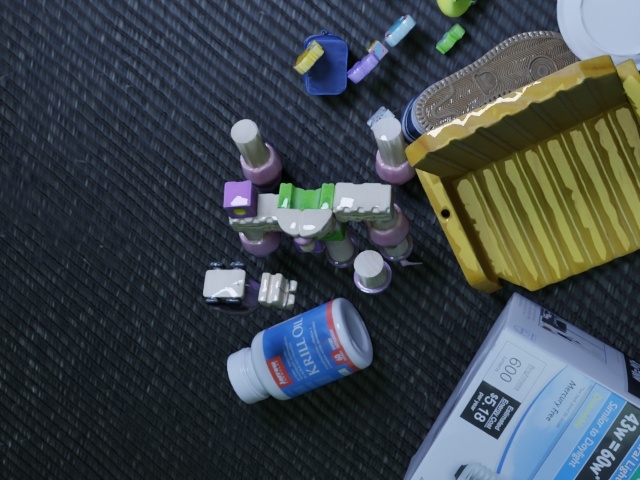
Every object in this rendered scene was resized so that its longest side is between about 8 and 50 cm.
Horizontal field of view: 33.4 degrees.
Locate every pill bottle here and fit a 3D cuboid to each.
[{"bbox_3d":[-0.037,0.190,1.757,0.221,0.124,0.124,-26,96,17],"label":"pill bottle"}]

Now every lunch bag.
[{"bbox_3d":[0.006,-0.279,1.669,0.067,0.065,0.098,1,106,-8],"label":"lunch bag"}]

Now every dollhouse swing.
[{"bbox_3d":[0.328,-0.072,1.516,0.347,0.305,0.315,-24,96,16],"label":"dollhouse swing"}]

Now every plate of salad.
[{"bbox_3d":[0.444,-0.345,1.557,0.200,0.048,0.200,1,111,3],"label":"plate of salad"}]

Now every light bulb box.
[{"bbox_3d":[0.360,0.335,1.643,0.361,0.225,0.358,30,108,6],"label":"light bulb box"}]

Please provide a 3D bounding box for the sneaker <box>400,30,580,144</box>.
[{"bbox_3d":[0.246,-0.224,1.617,0.282,0.153,0.099,-26,88,-13],"label":"sneaker"}]

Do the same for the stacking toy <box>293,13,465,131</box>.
[{"bbox_3d":[0.092,-0.291,1.614,0.167,0.052,0.221,40,97,-16],"label":"stacking toy"}]

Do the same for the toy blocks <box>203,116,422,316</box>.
[{"bbox_3d":[0.000,0.000,1.642,0.289,0.260,0.309,1,66,12],"label":"toy blocks"}]

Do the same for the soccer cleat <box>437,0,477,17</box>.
[{"bbox_3d":[0.194,-0.479,1.578,0.121,0.093,0.289,14,109,33],"label":"soccer cleat"}]
